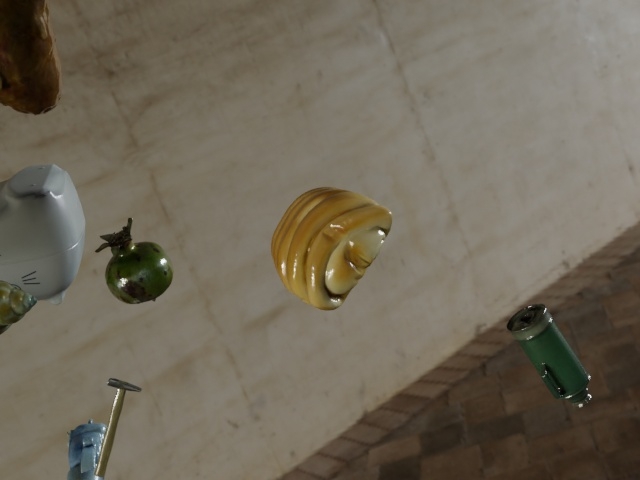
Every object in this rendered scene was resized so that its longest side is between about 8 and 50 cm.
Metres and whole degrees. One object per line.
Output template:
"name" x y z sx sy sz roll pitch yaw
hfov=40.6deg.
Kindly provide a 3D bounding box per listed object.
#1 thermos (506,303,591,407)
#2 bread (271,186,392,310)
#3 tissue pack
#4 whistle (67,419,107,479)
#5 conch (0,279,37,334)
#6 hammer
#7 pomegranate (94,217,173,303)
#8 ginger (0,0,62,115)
"thermos" 0.390 0.199 1.435 0.073 0.187 0.083 -35 14 7
"bread" 0.000 0.000 1.278 0.172 0.121 0.311 -56 12 -1
"tissue pack" -0.607 0.005 1.601 0.333 0.235 0.229 -8 24 -5
"whistle" -0.510 0.500 1.898 0.093 0.180 0.269 -3 41 -12
"conch" -0.522 0.094 1.293 0.173 0.116 0.106 21 84 49
"hammer" -0.378 0.346 1.579 0.062 0.198 0.013 15 15 -7
"pomegranate" -0.388 0.057 1.801 0.149 0.169 0.148 -21 47 23
"ginger" -0.473 -0.334 1.283 0.165 0.321 0.172 19 29 29
